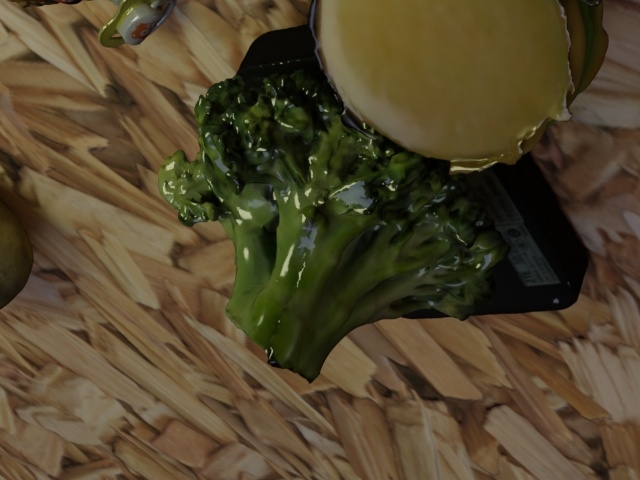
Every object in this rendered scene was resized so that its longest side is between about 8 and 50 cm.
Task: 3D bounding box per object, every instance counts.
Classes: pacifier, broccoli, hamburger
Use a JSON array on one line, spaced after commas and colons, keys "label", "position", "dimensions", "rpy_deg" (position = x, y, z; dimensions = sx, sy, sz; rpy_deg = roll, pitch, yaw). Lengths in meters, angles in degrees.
[{"label": "pacifier", "position": [-0.166, -0.207, 1.695], "dimensions": [0.064, 0.068, 0.083], "rpy_deg": [52, 126, 14]}, {"label": "broccoli", "position": [0.000, 0.000, 1.610], "dimensions": [0.288, 0.246, 0.248], "rpy_deg": [31, 165, 7]}, {"label": "hamburger", "position": [0.118, -0.181, 1.480], "dimensions": [0.237, 0.149, 0.237], "rpy_deg": [14, 125, 21]}]

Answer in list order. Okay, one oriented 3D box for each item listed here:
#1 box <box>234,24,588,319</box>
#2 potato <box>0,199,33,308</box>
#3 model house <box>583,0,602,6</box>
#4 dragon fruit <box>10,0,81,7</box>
[{"label": "box", "position": [0.086, -0.058, 1.745], "dimensions": [0.211, 0.058, 0.350], "rpy_deg": [-7, 136, 33]}, {"label": "potato", "position": [-0.436, 0.001, 2.018], "dimensions": [0.296, 0.141, 0.191], "rpy_deg": [-4, 153, 30]}, {"label": "model house", "position": [0.219, -0.241, 1.278], "dimensions": [0.204, 0.243, 0.211], "rpy_deg": [32, 143, -14]}, {"label": "dragon fruit", "position": [-0.145, -0.305, 1.379], "dimensions": [0.250, 0.250, 0.315], "rpy_deg": [36, 144, -20]}]
